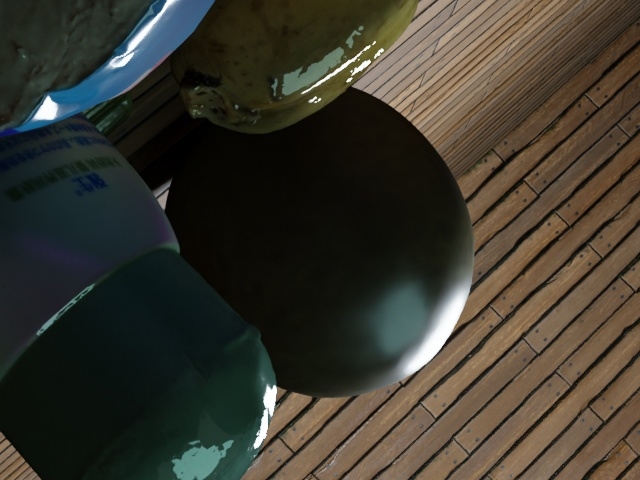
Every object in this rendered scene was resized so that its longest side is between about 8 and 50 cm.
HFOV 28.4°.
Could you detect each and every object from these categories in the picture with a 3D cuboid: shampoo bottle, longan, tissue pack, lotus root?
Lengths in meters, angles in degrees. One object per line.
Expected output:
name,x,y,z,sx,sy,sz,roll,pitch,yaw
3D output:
shampoo bottle,-0.171,0.016,0.734,0.151,0.349,0.222,-49,170,26
longan,0.000,0.000,1.404,0.361,0.361,0.361,-43,171,-8
tissue pack,-0.109,-0.169,0.667,0.209,0.137,0.270,-52,-176,10
lotus root,-0.006,-0.204,1.132,0.284,0.146,0.160,-44,-170,-16

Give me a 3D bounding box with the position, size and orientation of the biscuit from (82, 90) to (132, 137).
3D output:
biscuit,-0.276,-0.037,1.047,0.322,0.038,0.099,-41,168,-18
